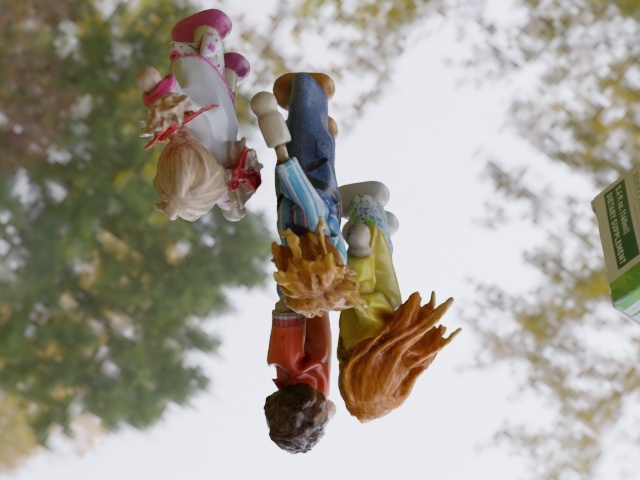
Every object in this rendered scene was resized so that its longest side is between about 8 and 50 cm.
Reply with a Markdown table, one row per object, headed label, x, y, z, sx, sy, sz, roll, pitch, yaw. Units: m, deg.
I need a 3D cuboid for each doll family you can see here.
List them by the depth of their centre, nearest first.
| label | x | y | z | sx | sy | sz | roll | pitch | yaw |
| --- | --- | --- | --- | --- | --- | --- | --- | --- | --- |
| doll family | 0.000 | 0.000 | 0.928 | 0.118 | 0.263 | 0.163 | -14 | -142 | 12 |

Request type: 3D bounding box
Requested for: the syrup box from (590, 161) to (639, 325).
| label | x | y | z | sx | sy | sz | roll | pitch | yaw |
| --- | --- | --- | --- | --- | --- | --- | --- | --- | --- |
| syrup box | 0.267 | -0.039 | 0.953 | 0.237 | 0.096 | 0.093 | -41 | -149 | 30 |
